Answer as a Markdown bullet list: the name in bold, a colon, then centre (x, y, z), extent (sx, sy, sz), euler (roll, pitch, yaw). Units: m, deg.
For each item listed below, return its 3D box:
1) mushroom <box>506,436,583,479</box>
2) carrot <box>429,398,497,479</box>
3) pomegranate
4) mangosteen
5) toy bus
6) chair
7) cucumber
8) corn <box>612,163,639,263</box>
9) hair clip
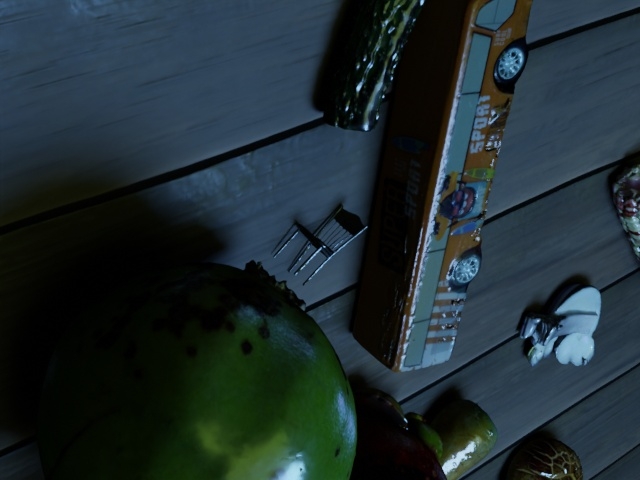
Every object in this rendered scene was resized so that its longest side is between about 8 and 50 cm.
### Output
- **mushroom**: centre (0.309, 0.331, 1.534), extent (0.126, 0.085, 0.109), euler (-43, 139, -25)
- **carrot**: centre (0.085, 0.299, 1.304), extent (0.298, 0.078, 0.078), euler (-40, 139, -12)
- **pomegranate**: centre (-0.088, 0.127, 0.875), extent (0.270, 0.254, 0.254), euler (-64, 147, -28)
- **mangosteen**: centre (0.058, 0.252, 1.170), extent (0.200, 0.200, 0.199), euler (-26, 132, -33)
- **toy bus**: centre (0.113, -0.064, 1.057), extent (0.092, 0.093, 0.408), euler (-11, 123, -33)
- **chair**: centre (0.000, -0.001, 1.024), extent (0.086, 0.037, 0.042), euler (-45, 151, -8)
- **cucumber**: centre (0.053, -0.180, 0.945), extent (0.058, 0.058, 0.187), euler (7, 112, -48)
- **corn**: centre (0.448, -0.005, 1.447), extent (0.092, 0.092, 0.280), euler (-51, 138, -8)
- **hair clip**: centre (0.316, 0.110, 1.423), extent (0.172, 0.049, 0.116), euler (0, 120, -49)
